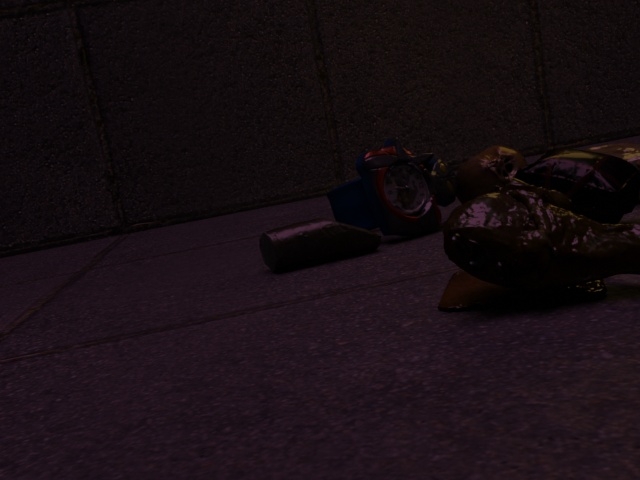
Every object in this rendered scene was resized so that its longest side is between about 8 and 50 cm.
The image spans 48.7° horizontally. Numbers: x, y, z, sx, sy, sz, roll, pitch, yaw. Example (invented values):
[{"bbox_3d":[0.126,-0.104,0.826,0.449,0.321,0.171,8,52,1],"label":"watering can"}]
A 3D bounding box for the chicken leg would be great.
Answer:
[{"bbox_3d":[0.352,-0.001,0.980,0.361,0.140,0.211,1,32,7],"label":"chicken leg"}]

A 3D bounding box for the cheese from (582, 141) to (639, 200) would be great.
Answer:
[{"bbox_3d":[0.644,-0.156,1.715,0.351,0.129,0.328,-7,11,9],"label":"cheese"}]

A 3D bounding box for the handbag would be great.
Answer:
[{"bbox_3d":[0.499,-0.096,1.392,0.215,0.155,0.169,19,27,36],"label":"handbag"}]

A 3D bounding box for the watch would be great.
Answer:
[{"bbox_3d":[0.179,-0.118,1.786,0.305,0.241,0.274,-16,-3,-33],"label":"watch"}]

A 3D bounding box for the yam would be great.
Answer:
[{"bbox_3d":[0.000,0.000,1.575,0.259,0.106,0.106,-13,9,-14],"label":"yam"}]

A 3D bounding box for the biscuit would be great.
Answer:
[{"bbox_3d":[0.305,0.061,1.077,0.232,0.013,0.237,-8,10,19],"label":"biscuit"}]

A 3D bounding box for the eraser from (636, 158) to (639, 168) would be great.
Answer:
[{"bbox_3d":[0.662,-0.099,1.224,0.078,0.144,0.343,-48,0,15],"label":"eraser"}]

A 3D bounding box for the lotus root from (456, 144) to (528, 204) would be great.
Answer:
[{"bbox_3d":[0.435,-0.149,1.837,0.169,0.151,0.342,-27,-7,-2],"label":"lotus root"}]
